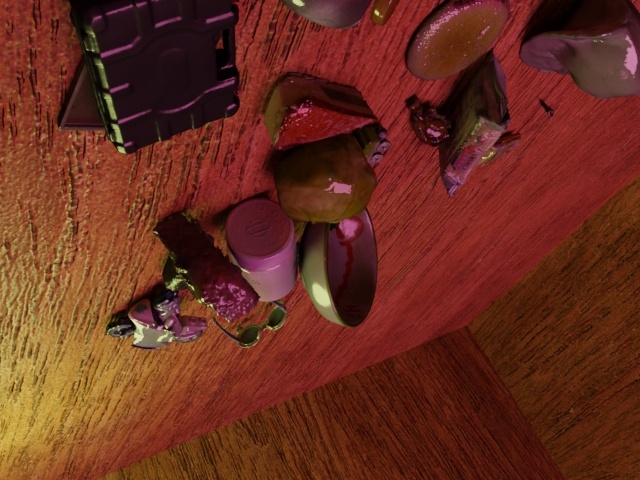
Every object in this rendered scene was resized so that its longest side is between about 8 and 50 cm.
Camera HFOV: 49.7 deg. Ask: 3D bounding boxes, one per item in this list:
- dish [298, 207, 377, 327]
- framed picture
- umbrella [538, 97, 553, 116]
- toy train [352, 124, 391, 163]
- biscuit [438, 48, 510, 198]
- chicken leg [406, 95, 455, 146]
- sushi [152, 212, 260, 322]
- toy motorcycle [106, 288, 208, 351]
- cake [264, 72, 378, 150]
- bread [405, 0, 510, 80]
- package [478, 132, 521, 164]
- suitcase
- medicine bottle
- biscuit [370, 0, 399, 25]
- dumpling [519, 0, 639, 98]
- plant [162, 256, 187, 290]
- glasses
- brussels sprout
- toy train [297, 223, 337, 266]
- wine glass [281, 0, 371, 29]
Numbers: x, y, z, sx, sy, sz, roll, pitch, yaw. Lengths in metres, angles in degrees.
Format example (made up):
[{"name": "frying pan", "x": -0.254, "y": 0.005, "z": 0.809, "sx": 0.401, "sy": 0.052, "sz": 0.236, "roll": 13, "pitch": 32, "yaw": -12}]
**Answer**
[{"name": "dish", "x": 0.026, "y": 0.046, "z": 1.672, "sx": 0.124, "sy": 0.324, "sz": 0.324, "roll": -3, "pitch": 170, "yaw": 25}, {"name": "framed picture", "x": -0.248, "y": -0.243, "z": 0.979, "sx": 0.189, "sy": 0.023, "sz": 0.260, "roll": -8, "pitch": 150, "yaw": -44}, {"name": "umbrella", "x": 0.599, "y": -0.350, "z": 1.832, "sx": 0.148, "sy": 0.022, "sz": 0.022, "roll": 6, "pitch": 96, "yaw": -56}, {"name": "toy train", "x": 0.085, "y": -0.174, "z": 1.512, "sx": 0.081, "sy": 0.060, "sz": 0.202, "roll": -10, "pitch": 152, "yaw": -27}, {"name": "biscuit", "x": 0.334, "y": -0.244, "z": 1.527, "sx": 0.079, "sy": 0.186, "sz": 0.309, "roll": 8, "pitch": 149, "yaw": -12}, {"name": "chicken leg", "x": 0.237, "y": -0.263, "z": 1.508, "sx": 0.093, "sy": 0.070, "sz": 0.178, "roll": -13, "pitch": 154, "yaw": 27}, {"name": "sushi", "x": -0.222, "y": 0.060, "z": 1.365, "sx": 0.107, "sy": 0.161, "sz": 0.241, "roll": -41, "pitch": 116, "yaw": -8}, {"name": "toy motorcycle", "x": -0.366, "y": 0.186, "z": 1.656, "sx": 0.239, "sy": 0.108, "sz": 0.204, "roll": -6, "pitch": 148, "yaw": -47}, {"name": "cake", "x": 0.008, "y": -0.245, "z": 1.217, "sx": 0.220, "sy": 0.086, "sz": 0.117, "roll": -20, "pitch": 159, "yaw": -22}, {"name": "bread", "x": 0.264, "y": -0.384, "z": 1.310, "sx": 0.228, "sy": 0.033, "sz": 0.228, "roll": -26, "pitch": 157, "yaw": -12}, {"name": "package", "x": 0.486, "y": -0.249, "z": 1.895, "sx": 0.108, "sy": 0.031, "sz": 0.121, "roll": -21, "pitch": 162, "yaw": -21}, {"name": "suitcase", "x": -0.206, "y": -0.243, "z": 0.919, "sx": 0.206, "sy": 0.066, "sz": 0.285, "roll": -24, "pitch": 157, "yaw": -17}, {"name": "medicine bottle", "x": -0.128, "y": 0.026, "z": 1.550, "sx": 0.152, "sy": 0.152, "sz": 0.254, "roll": -25, "pitch": 158, "yaw": -12}, {"name": "biscuit", "x": 0.119, "y": -0.394, "z": 0.991, "sx": 0.225, "sy": 0.036, "sz": 0.166, "roll": 113, "pitch": 2, "yaw": -64}, {"name": "dumpling", "x": 0.598, "y": -0.418, "z": 1.469, "sx": 0.212, "sy": 0.270, "sz": 0.320, "roll": -52, "pitch": 132, "yaw": -2}, {"name": "plant", "x": -0.285, "y": 0.052, "z": 1.503, "sx": 0.092, "sy": 0.094, "sz": 0.143, "roll": 11, "pitch": 148, "yaw": -39}, {"name": "glasses", "x": -0.206, "y": 0.238, "z": 2.005, "sx": 0.189, "sy": 0.088, "sz": 0.220, "roll": -34, "pitch": 158, "yaw": 11}, {"name": "brussels sprout", "x": 0.007, "y": -0.116, "z": 1.395, "sx": 0.223, "sy": 0.161, "sz": 0.223, "roll": -22, "pitch": 151, "yaw": -13}, {"name": "toy train", "x": 0.000, "y": 0.000, "z": 1.802, "sx": 0.209, "sy": 0.044, "sz": 0.042, "roll": -33, "pitch": 157, "yaw": 5}, {"name": "wine glass", "x": -0.024, "y": -0.360, "z": 0.874, "sx": 0.126, "sy": 0.126, "sz": 0.241, "roll": -38, "pitch": 158, "yaw": 20}]
